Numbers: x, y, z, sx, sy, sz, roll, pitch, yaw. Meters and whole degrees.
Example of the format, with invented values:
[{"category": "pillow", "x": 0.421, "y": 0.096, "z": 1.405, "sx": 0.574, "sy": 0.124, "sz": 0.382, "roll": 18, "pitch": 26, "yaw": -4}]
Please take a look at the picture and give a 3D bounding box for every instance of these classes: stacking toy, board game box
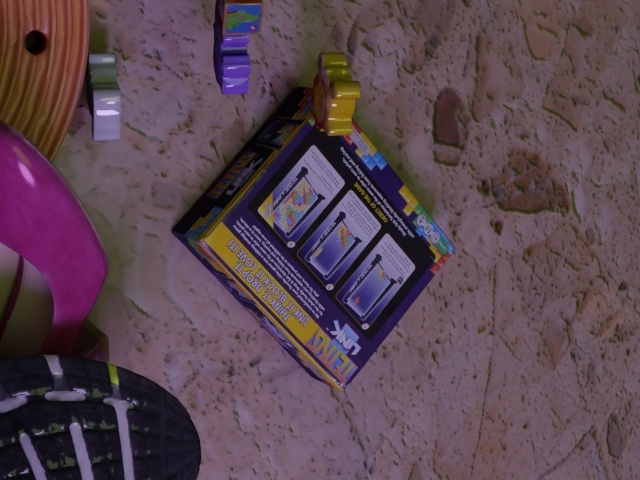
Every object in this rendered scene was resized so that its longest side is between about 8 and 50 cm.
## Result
[{"category": "stacking toy", "x": -0.048, "y": -0.149, "z": 0.715, "sx": 0.167, "sy": 0.052, "sz": 0.221, "roll": -3, "pitch": 136, "yaw": -15}, {"category": "board game box", "x": 0.000, "y": 0.000, "z": 0.868, "sx": 0.141, "sy": 0.048, "sz": 0.170, "roll": -49, "pitch": 122, "yaw": -14}]

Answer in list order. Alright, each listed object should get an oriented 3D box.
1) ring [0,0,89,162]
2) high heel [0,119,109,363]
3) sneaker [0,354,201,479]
[{"category": "ring", "x": -0.287, "y": -0.118, "z": 0.637, "sx": 0.337, "sy": 0.032, "sz": 0.336, "roll": -7, "pitch": 106, "yaw": -26}, {"category": "high heel", "x": -0.184, "y": 0.040, "z": 0.679, "sx": 0.117, "sy": 0.082, "sz": 0.244, "roll": -42, "pitch": 160, "yaw": -28}, {"category": "sneaker", "x": -0.216, "y": 0.134, "z": 0.671, "sx": 0.300, "sy": 0.121, "sz": 0.111, "roll": -7, "pitch": 77, "yaw": -11}]
